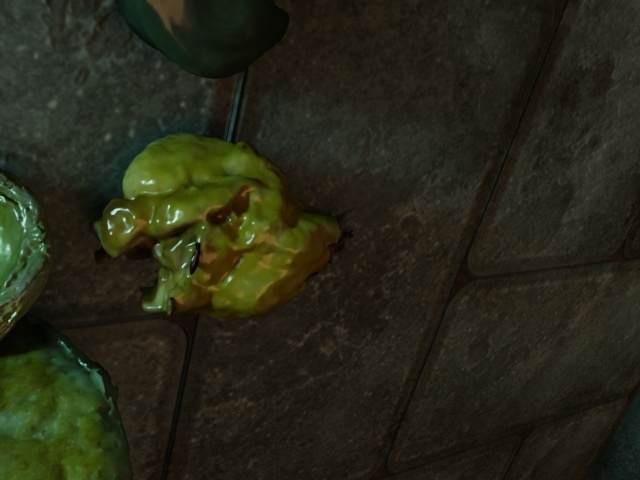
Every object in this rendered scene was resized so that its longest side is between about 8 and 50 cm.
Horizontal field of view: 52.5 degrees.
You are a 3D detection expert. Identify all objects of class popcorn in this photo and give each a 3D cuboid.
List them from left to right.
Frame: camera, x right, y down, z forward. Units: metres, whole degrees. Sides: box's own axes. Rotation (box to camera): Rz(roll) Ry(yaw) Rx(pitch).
[{"bbox_3d":[-0.116,-0.018,0.708,0.254,0.191,0.190,-3,107,-25],"label":"popcorn"}]

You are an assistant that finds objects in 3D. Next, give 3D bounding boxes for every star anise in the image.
[{"bbox_3d":[-0.006,-0.002,0.884,0.124,0.056,0.129,-44,150,-6],"label":"star anise"}]

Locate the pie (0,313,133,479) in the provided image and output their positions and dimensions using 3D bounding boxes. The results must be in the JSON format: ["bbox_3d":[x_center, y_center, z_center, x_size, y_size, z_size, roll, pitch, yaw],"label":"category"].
[{"bbox_3d":[-0.353,0.235,0.538,0.396,0.418,0.180,-18,129,-25],"label":"pie"}]

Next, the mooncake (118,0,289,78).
[{"bbox_3d":[-0.110,-0.246,0.611,0.169,0.104,0.175,-4,119,-31],"label":"mooncake"}]

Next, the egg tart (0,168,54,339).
[{"bbox_3d":[-0.341,0.019,0.593,0.197,0.197,0.078,-28,174,-18],"label":"egg tart"}]
